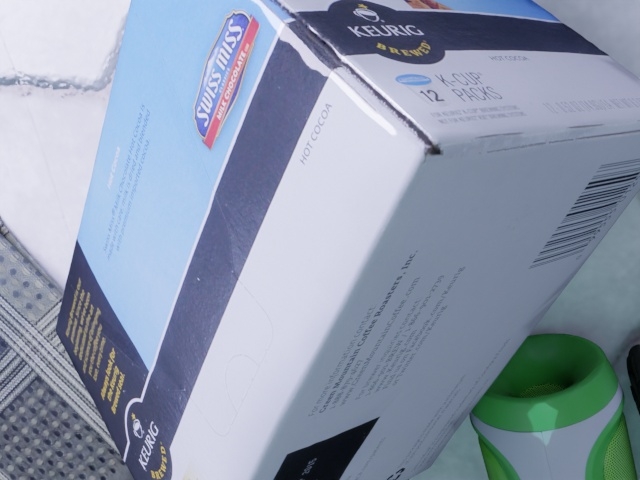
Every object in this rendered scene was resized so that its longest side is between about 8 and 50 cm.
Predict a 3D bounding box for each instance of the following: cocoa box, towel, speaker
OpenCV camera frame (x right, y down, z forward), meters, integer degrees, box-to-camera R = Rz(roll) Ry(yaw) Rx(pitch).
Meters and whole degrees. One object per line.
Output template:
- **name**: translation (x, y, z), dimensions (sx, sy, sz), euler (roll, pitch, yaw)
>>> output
- **cocoa box**: translation (0.000, 0.000, 0.518), dimensions (0.228, 0.231, 0.347), euler (50, 132, 30)
- **towel**: translation (-0.324, 0.168, 0.845), dimensions (0.312, 0.056, 0.324), euler (-42, 94, 22)
- **speaker**: translation (0.213, 0.234, 0.681), dimensions (0.131, 0.131, 0.296), euler (-11, 108, 18)

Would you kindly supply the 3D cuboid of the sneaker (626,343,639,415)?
- **sneaker**: translation (0.353, 0.200, 0.648), dimensions (0.130, 0.109, 0.286), euler (-22, 106, 15)
